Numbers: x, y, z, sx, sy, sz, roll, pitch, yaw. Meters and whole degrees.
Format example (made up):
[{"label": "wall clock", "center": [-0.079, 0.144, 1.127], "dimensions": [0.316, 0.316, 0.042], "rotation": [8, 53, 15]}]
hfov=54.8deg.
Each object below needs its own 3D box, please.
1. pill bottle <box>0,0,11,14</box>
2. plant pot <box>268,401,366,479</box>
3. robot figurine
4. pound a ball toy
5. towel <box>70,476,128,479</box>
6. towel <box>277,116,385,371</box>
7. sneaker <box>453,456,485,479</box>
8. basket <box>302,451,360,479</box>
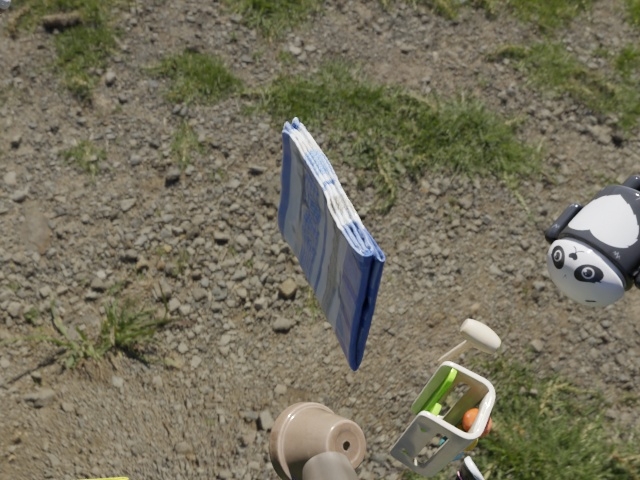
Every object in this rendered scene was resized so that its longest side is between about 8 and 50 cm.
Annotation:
[{"label": "pill bottle", "center": [-0.567, -0.323, 0.891], "dimensions": [0.215, 0.117, 0.117], "rotation": [-38, 69, 6]}, {"label": "plant pot", "center": [0.009, 0.619, 1.872], "dimensions": [0.263, 0.229, 0.263], "rotation": [12, 69, -33]}, {"label": "robot figurine", "center": [0.577, 0.001, 1.224], "dimensions": [0.173, 0.209, 0.278], "rotation": [44, 85, -1]}, {"label": "pound a ball toy", "center": [0.267, 0.324, 1.215], "dimensions": [0.136, 0.319, 0.208], "rotation": [28, 56, 10]}, {"label": "towel", "center": [-0.405, 0.529, 1.074], "dimensions": [0.102, 0.021, 0.237], "rotation": [10, 93, -35]}, {"label": "towel", "center": [0.000, 0.000, 0.805], "dimensions": [0.034, 0.209, 0.285], "rotation": [-11, 45, -18]}, {"label": "sneaker", "center": [0.407, 0.734, 1.808], "dimensions": [0.147, 0.296, 0.104], "rotation": [-24, 50, -4]}, {"label": "basket", "center": [0.036, 0.640, 1.485], "dimensions": [0.204, 0.154, 0.227], "rotation": [-40, 30, 10]}]
